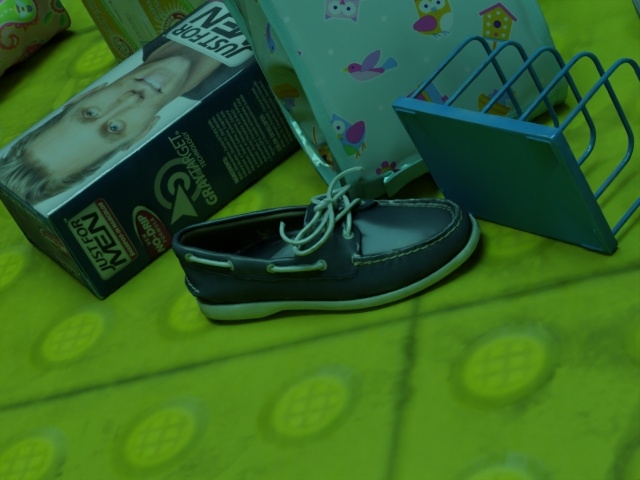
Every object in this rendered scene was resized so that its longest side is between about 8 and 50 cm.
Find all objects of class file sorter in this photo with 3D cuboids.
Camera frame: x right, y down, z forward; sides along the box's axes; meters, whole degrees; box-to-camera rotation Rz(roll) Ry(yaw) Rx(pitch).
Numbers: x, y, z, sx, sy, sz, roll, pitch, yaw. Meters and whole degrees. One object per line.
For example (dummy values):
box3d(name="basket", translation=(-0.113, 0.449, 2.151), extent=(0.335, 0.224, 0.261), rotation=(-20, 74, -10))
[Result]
box3d(name="file sorter", translation=(0.165, -0.082, 1.213), extent=(0.104, 0.118, 0.170), rotation=(-48, 37, -19))

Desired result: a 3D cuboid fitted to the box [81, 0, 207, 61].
box3d(name="box", translation=(-0.156, -0.296, 1.762), extent=(0.103, 0.114, 0.203), rotation=(14, 52, 45))

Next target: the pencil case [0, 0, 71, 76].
box3d(name="pencil case", translation=(-0.421, -0.217, 1.850), extent=(0.124, 0.124, 0.284), rotation=(12, 51, 46))

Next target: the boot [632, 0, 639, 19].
box3d(name="boot", translation=(0.299, -0.204, 1.284), extent=(0.095, 0.123, 0.258), rotation=(-27, 32, 3))

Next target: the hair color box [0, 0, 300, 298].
box3d(name="hair color box", translation=(-0.130, -0.112, 1.498), extent=(0.347, 0.105, 0.174), rotation=(-39, 34, -15))

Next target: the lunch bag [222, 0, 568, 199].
box3d(name="lunch bag", translation=(0.060, -0.177, 1.360), extent=(0.223, 0.160, 0.262), rotation=(-26, 75, -11))

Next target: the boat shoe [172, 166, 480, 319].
box3d(name="boat shoe", translation=(0.000, 0.000, 1.269), extent=(0.254, 0.079, 0.095), rotation=(-8, 36, 28))
